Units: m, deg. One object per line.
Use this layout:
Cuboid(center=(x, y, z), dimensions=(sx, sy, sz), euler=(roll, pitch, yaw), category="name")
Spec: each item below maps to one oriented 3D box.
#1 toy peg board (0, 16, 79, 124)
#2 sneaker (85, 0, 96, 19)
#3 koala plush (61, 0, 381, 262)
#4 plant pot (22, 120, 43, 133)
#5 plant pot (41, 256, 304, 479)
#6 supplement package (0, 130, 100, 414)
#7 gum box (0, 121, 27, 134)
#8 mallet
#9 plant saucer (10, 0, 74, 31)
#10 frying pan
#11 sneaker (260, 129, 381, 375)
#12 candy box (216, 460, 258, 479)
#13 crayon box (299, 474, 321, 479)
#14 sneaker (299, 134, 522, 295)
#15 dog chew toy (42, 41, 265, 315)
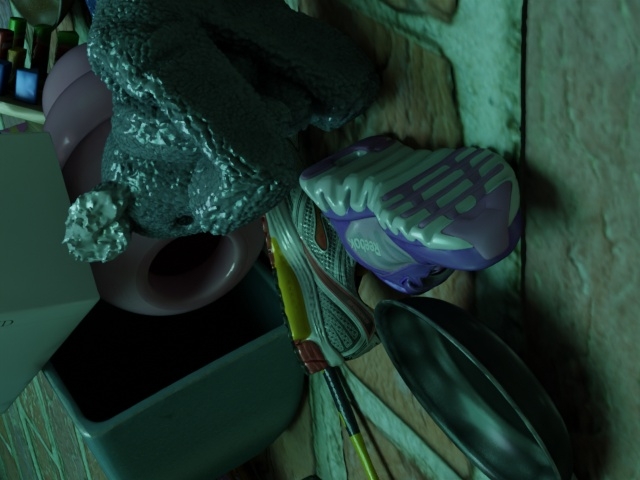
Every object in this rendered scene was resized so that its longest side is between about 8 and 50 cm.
Cuboid(center=(-0.326, -0.198, 1.394), dimensions=(0.160, 0.161, 0.079), euler=(-55, -22, -69), category="toy peg board")
Cuboid(center=(-0.187, -0.291, 1.151), dimensions=(0.081, 0.090, 0.232), euler=(28, 134, 60), category="sneaker")
Cuboid(center=(-0.106, -0.082, 0.941), dimensions=(0.203, 0.196, 0.221), euler=(39, 138, 2), category="koala plush")
Cuboid(center=(-0.295, -0.043, 1.465), dimensions=(0.237, 0.110, 0.237), euler=(45, 171, 9), category="plant pot")
Cuboid(center=(-0.165, 0.142, 1.319), dimensions=(0.248, 0.247, 0.252), euler=(47, 157, 38), category="plant pot")
Cuboid(center=(-0.353, 0.049, 1.123), dimensions=(0.293, 0.177, 0.175), euler=(-43, 61, 49), category="supplement package")
Cuboid(center=(-0.421, -0.084, 1.793), dimensions=(0.062, 0.107, 0.188), euler=(49, 150, 35), category="gum box")
Cuboid(center=(0.034, 0.199, 1.192), dimensions=(0.190, 0.039, 0.062), euler=(65, 158, 18), category="mallet")
Cuboid(center=(-0.358, -0.404, 1.459), dimensions=(0.310, 0.050, 0.310), euler=(47, 149, 39), category="plant saucer")
Cuboid(center=(0.155, 0.155, 0.855), dimensions=(0.326, 0.053, 0.197), euler=(44, 164, 25), category="frying pan")
Cuboid(center=(0.000, 0.000, 1.042), dimensions=(0.088, 0.092, 0.225), euler=(79, 177, -72), category="sneaker")
Cuboid(center=(-0.135, 0.310, 1.473), dimensions=(0.053, 0.186, 0.109), euler=(-31, 79, 21), category="candy box")
Cuboid(center=(-0.002, 0.357, 1.234), dimensions=(0.278, 0.165, 0.081), euler=(25, 132, 56), category="crayon box")
Cuboid(center=(0.074, -0.008, 0.870), dimensions=(0.236, 0.095, 0.104), euler=(23, 138, 64), category="sneaker")
Cuboid(center=(-0.183, -0.082, 1.210), dimensions=(0.206, 0.206, 0.332), euler=(93, 153, -44), category="dog chew toy")
